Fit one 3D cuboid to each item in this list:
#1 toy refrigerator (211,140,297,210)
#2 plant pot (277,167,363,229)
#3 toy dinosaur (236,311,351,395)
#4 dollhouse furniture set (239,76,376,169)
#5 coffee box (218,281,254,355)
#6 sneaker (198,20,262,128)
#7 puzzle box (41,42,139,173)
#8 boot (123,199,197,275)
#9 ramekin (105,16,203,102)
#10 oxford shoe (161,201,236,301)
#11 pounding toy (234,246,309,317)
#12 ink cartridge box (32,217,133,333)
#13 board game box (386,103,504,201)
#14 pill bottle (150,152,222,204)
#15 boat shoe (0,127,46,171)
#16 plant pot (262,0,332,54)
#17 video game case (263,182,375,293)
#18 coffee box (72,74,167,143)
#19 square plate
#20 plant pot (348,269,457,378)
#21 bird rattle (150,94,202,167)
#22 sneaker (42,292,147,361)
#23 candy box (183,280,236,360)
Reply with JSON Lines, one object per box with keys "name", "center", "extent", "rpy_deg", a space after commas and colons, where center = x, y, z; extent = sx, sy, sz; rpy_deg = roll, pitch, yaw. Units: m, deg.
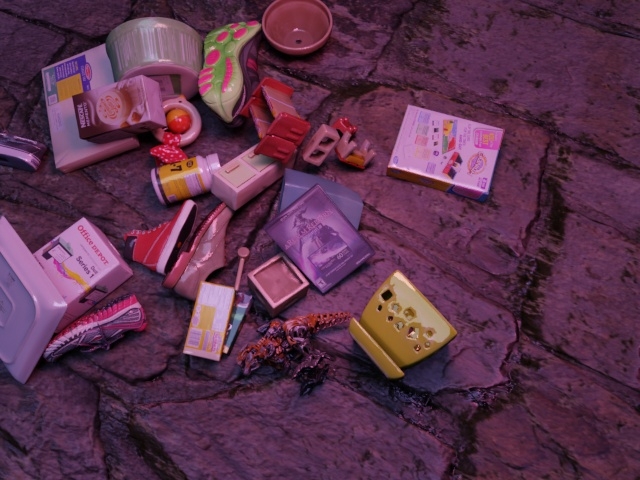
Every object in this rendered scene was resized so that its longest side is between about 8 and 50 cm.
{"name": "toy refrigerator", "center": [-0.198, -0.215, 1.664], "extent": [0.102, 0.094, 0.269], "rpy_deg": [38, 54, 15]}
{"name": "plant pot", "center": [-0.002, -0.095, 1.602], "extent": [0.234, 0.165, 0.166], "rpy_deg": [9, 112, -7]}
{"name": "toy dinosaur", "center": [-0.068, 0.284, 1.503], "extent": [0.322, 0.164, 0.218], "rpy_deg": [-40, 55, 10]}
{"name": "dollhouse furniture set", "center": [-0.037, -0.326, 1.685], "extent": [0.374, 0.152, 0.201], "rpy_deg": [15, 38, -36]}
{"name": "coffee box", "center": [-0.277, 0.226, 1.580], "extent": [0.113, 0.040, 0.184], "rpy_deg": [21, 72, 8]}
{"name": "sneaker", "center": [-0.285, -0.556, 1.808], "extent": [0.185, 0.202, 0.483], "rpy_deg": [0, 52, 13]}
{"name": "puzzle box", "center": [-0.768, -0.447, 1.823], "extent": [0.272, 0.052, 0.409], "rpy_deg": [-19, 70, 5]}
{"name": "boot", "center": [-0.493, -0.035, 1.664], "extent": [0.176, 0.088, 0.244], "rpy_deg": [22, 75, 11]}
{"name": "ramekin", "center": [-0.518, -0.554, 1.750], "extent": [0.303, 0.303, 0.148], "rpy_deg": [-10, 77, -2]}
{"name": "oxford shoe", "center": [-0.328, 0.021, 1.640], "extent": [0.130, 0.123, 0.348], "rpy_deg": [35, 71, -14]}
{"name": "pounding toy", "center": [-0.168, 0.114, 1.581], "extent": [0.181, 0.094, 0.206], "rpy_deg": [-34, 71, -20]}
{"name": "ink cartridge box", "center": [-0.729, 0.099, 1.602], "extent": [0.278, 0.117, 0.201], "rpy_deg": [-40, 73, -11]}
{"name": "board game box", "center": [0.393, -0.278, 1.732], "extent": [0.316, 0.064, 0.242], "rpy_deg": [18, 71, 8]}
{"name": "pill bottle", "center": [-0.406, -0.194, 1.700], "extent": [0.208, 0.119, 0.119], "rpy_deg": [-18, 70, -5]}
{"name": "boat shoe", "center": [-1.046, -0.319, 1.775], "extent": [0.306, 0.113, 0.105], "rpy_deg": [14, 64, 4]}
{"name": "plant pot", "center": [-0.078, -0.717, 1.888], "extent": [0.237, 0.110, 0.237], "rpy_deg": [0, 70, 1]}
{"name": "video game case", "center": [0.000, 0.000, 1.546], "extent": [0.196, 0.026, 0.274], "rpy_deg": [-38, 115, 8]}
{"name": "coffee box", "center": [-0.608, -0.392, 1.662], "extent": [0.246, 0.098, 0.141], "rpy_deg": [-12, 89, 14]}
{"name": "square plate", "center": [-0.863, 0.171, 1.512], "extent": [0.347, 0.049, 0.344], "rpy_deg": [47, 117, 16]}
{"name": "plant pot", "center": [0.204, 0.244, 1.466], "extent": [0.207, 0.228, 0.227], "rpy_deg": [-42, 74, -5]}
{"name": "bird rattle", "center": [-0.480, -0.363, 1.757], "extent": [0.207, 0.143, 0.253], "rpy_deg": [-33, 74, -11]}
{"name": "sneaker", "center": [-0.637, 0.266, 1.544], "extent": [0.299, 0.121, 0.112], "rpy_deg": [-28, 102, 0]}
{"name": "candy box", "center": [-0.307, 0.224, 1.533], "extent": [0.105, 0.027, 0.206], "rpy_deg": [12, 81, 2]}
